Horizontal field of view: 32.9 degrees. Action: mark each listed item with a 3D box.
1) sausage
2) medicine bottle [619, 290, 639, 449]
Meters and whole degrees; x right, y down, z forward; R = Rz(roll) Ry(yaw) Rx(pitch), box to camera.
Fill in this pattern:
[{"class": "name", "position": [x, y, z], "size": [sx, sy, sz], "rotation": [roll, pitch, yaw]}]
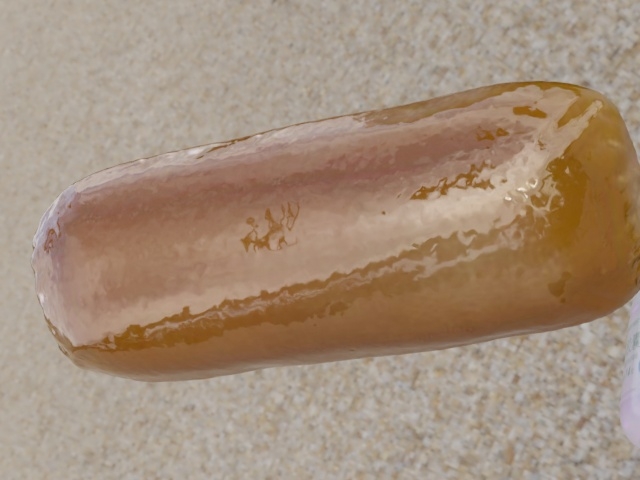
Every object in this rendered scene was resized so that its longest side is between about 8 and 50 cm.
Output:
[{"class": "sausage", "position": [0.000, 0.001, 0.468], "size": [0.274, 0.105, 0.105], "rotation": [-10, 50, 20]}, {"class": "medicine bottle", "position": [0.511, 0.108, 1.335], "size": [0.256, 0.256, 0.325], "rotation": [-21, 52, 54]}]
